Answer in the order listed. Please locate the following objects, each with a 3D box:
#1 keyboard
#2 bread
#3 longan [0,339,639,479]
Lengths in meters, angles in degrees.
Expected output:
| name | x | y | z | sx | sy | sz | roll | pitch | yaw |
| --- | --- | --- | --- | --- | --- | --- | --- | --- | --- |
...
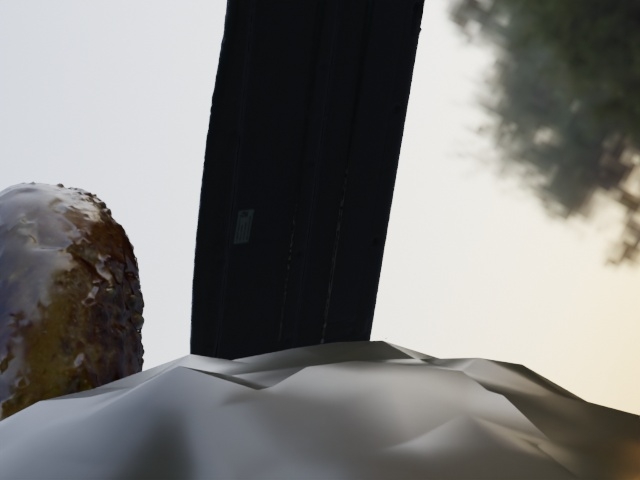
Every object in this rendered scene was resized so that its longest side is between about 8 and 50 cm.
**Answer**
| name | x | y | z | sx | sy | sz | roll | pitch | yaw |
| --- | --- | --- | --- | --- | --- | --- | --- | --- | --- |
| keyboard | -0.006 | -0.006 | 0.793 | 0.103 | 0.041 | 0.381 | -9 | -59 | -26 |
| bread | -0.110 | 0.068 | 0.660 | 0.193 | 0.064 | 0.193 | -168 | 90 | -73 |
| longan | 0.004 | 0.247 | 0.407 | 0.404 | 0.404 | 0.436 | 94 | -162 | -60 |
